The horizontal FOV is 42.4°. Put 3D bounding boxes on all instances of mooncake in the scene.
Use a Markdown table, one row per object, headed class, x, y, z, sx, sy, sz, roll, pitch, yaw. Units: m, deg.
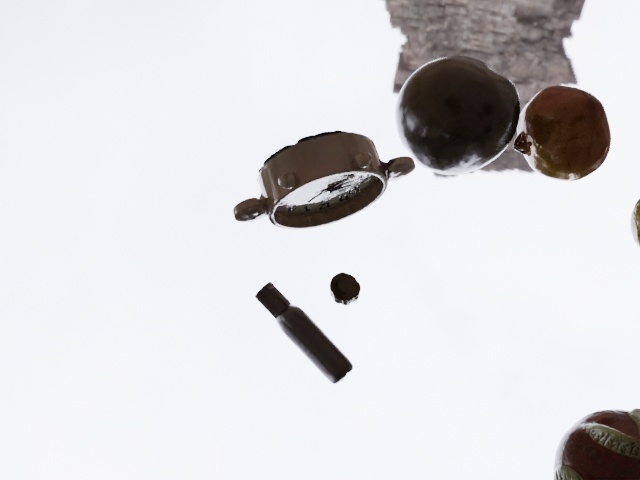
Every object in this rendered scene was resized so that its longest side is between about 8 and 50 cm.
| class | x | y | z | sx | sy | sz | roll | pitch | yaw |
| --- | --- | --- | --- | --- | --- | --- | --- | --- | --- |
| mooncake | 0.001 | -0.011 | 1.560 | 0.150 | 0.057 | 0.347 | 5 | -141 | -2 |

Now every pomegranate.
| class | x | y | z | sx | sy | sz | roll | pitch | yaw |
| --- | --- | --- | --- | --- | --- | --- | --- | --- | --- |
| pomegranate | 0.525 | -0.231 | 1.771 | 0.209 | 0.209 | 0.209 | 1 | -126 | -1 |

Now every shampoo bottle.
| class | x | y | z | sx | sy | sz | roll | pitch | yaw |
| --- | --- | --- | --- | --- | --- | --- | --- | --- | --- |
| shampoo bottle | -0.024 | 0.126 | 1.128 | 0.040 | 0.080 | 0.165 | -43 | -96 | -14 |

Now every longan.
| class | x | y | z | sx | sy | sz | roll | pitch | yaw |
| --- | --- | --- | --- | --- | --- | --- | --- | --- | --- |
| longan | 0.280 | -0.257 | 1.683 | 0.257 | 0.258 | 0.258 | 1 | -126 | -1 |

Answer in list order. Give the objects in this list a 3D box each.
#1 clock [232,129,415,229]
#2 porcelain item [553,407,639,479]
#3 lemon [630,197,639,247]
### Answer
| class | x | y | z | sx | sy | sz | roll | pitch | yaw |
| --- | --- | --- | --- | --- | --- | --- | --- | --- | --- |
| clock | 0.001 | -0.074 | 0.999 | 0.229 | 0.156 | 0.063 | -18 | -111 | -3 |
| porcelain item | 0.535 | 0.413 | 1.408 | 0.252 | 0.253 | 0.253 | 1 | -126 | -1 |
| lemon | 0.580 | -0.033 | 1.391 | 0.109 | 0.133 | 0.109 | -3 | -151 | 2 |
